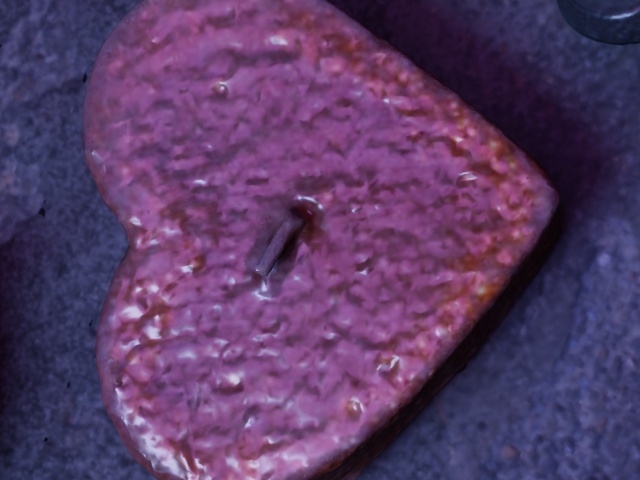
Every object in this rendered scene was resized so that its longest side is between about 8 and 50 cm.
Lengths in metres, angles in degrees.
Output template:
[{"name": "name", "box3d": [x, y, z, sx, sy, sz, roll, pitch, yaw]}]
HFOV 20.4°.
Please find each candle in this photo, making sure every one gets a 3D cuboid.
[{"name": "candle", "box3d": [0.000, 0.000, 1.043, 0.287, 0.131, 0.317, -3, 81, 7]}]

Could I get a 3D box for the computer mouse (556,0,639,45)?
[{"name": "computer mouse", "box3d": [0.206, -0.214, 1.052, 0.113, 0.068, 0.229, 16, 79, 28]}]
